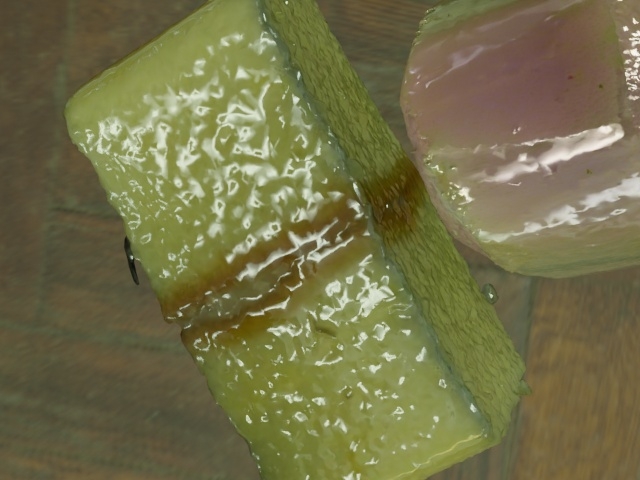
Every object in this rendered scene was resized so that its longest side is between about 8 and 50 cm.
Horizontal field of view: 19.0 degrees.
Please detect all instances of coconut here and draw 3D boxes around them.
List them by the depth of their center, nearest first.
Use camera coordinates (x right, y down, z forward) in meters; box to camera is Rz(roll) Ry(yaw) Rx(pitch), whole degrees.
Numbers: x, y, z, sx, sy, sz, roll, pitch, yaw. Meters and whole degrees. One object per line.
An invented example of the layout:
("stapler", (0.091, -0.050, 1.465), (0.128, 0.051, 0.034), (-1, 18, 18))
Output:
("coconut", (0.204, -0.095, 1.317), (0.245, 0.233, 0.233), (-13, 94, 28))

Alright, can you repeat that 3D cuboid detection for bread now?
("bread", (0.000, 0.000, 0.959), (0.178, 0.142, 0.266), (-33, 95, -16))
